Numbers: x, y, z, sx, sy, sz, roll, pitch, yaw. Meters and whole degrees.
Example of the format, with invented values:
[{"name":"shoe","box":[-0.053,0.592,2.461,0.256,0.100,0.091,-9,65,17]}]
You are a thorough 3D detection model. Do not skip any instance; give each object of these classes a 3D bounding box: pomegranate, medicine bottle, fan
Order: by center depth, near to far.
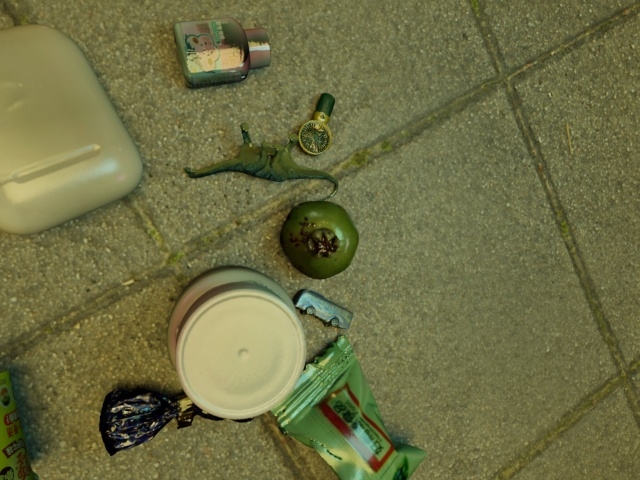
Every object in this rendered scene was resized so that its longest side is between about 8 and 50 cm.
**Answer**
[{"name":"medicine bottle","box":[-0.166,0.180,0.802,0.256,0.325,0.256,0,89,-15]},{"name":"medicine bottle","box":[-0.207,-0.403,0.884,0.188,0.094,0.119,-14,95,-15]},{"name":"pomegranate","box":[0.008,0.006,0.915,0.179,0.210,0.179,-12,119,-22]},{"name":"fan","box":[-0.004,-0.275,0.980,0.082,0.039,0.155,21,86,-15]}]

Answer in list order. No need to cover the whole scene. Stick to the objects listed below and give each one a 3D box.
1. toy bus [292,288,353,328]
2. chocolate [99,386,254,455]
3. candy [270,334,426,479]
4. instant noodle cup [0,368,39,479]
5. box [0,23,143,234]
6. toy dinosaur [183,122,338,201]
[{"name":"toy bus","box":[0.004,0.169,1.000,0.153,0.051,0.061,29,72,-15]},{"name":"chocolate","box":[-0.279,0.362,0.897,0.343,0.126,0.148,-5,133,-19]},{"name":"candy","box":[0.072,0.462,0.985,0.263,0.172,0.398,-35,89,-34]},{"name":"instant noodle cup","box":[-0.663,0.357,0.700,0.311,0.311,0.221,-6,83,-16]},{"name":"box","box":[-0.526,-0.205,0.759,0.288,0.141,0.349,-32,101,-29]},{"name":"toy dinosaur","box":[-0.113,-0.176,0.922,0.363,0.147,0.076,4,51,-20]}]
